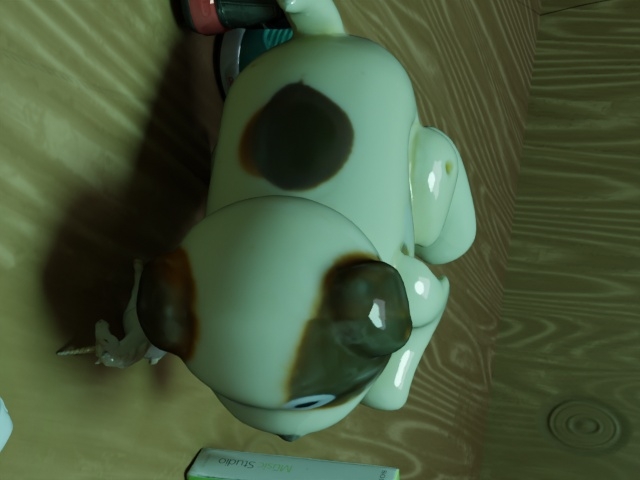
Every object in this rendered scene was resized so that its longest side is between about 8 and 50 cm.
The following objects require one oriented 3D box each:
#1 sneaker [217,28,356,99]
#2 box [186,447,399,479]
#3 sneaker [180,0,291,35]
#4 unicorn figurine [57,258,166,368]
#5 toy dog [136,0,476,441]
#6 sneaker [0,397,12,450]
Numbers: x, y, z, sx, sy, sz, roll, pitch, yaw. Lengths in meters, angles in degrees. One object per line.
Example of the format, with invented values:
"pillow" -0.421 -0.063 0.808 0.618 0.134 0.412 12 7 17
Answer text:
"sneaker" 0.008 -0.145 1.393 0.295 0.178 0.124 64 36 -57
"box" -0.020 0.391 1.380 0.058 0.232 0.322 -62 152 -58
"sneaker" -0.043 -0.284 1.277 0.276 0.135 0.097 -52 141 -60
"unicorn figurine" -0.169 0.076 1.121 0.162 0.060 0.111 49 45 -62
"toy dog" 0.000 0.000 1.105 0.408 0.285 0.395 -72 170 -53
"sneaker" -0.295 0.170 0.764 0.091 0.094 0.258 62 29 -28
